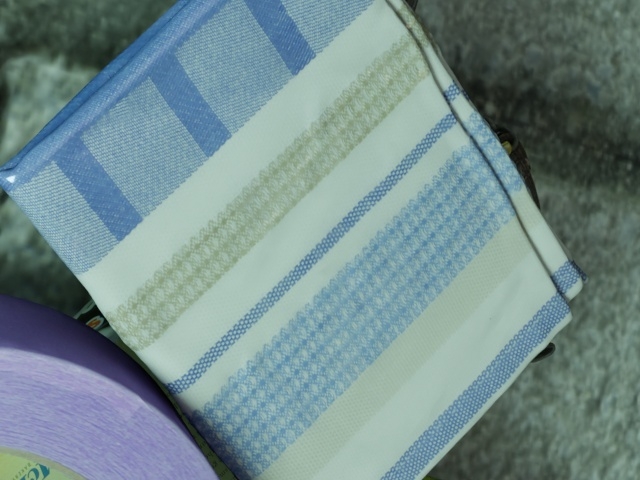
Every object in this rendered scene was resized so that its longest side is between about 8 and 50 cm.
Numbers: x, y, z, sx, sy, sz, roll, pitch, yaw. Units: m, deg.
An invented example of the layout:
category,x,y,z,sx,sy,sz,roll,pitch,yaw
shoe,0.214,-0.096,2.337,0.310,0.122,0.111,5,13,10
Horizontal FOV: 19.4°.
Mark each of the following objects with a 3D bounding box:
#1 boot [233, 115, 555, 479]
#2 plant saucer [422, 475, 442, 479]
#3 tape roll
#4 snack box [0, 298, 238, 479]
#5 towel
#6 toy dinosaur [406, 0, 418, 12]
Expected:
category,x,y,z,sx,sy,sz,roll,pitch,yaw
boot,0.020,-0.006,0.984,0.229,0.091,0.263,-34,120,-31
plant saucer,0.045,0.227,1.039,0.188,0.045,0.188,24,100,-53
tape roll,-0.173,0.164,0.849,0.275,0.090,0.275,-5,108,-16
snack box,-0.063,0.104,1.010,0.322,0.060,0.187,-44,115,-27
towel,0.000,0.000,0.879,0.209,0.034,0.285,-46,124,-15
toy dinosaur,-0.043,-0.227,0.909,0.127,0.200,0.296,-45,127,-21
